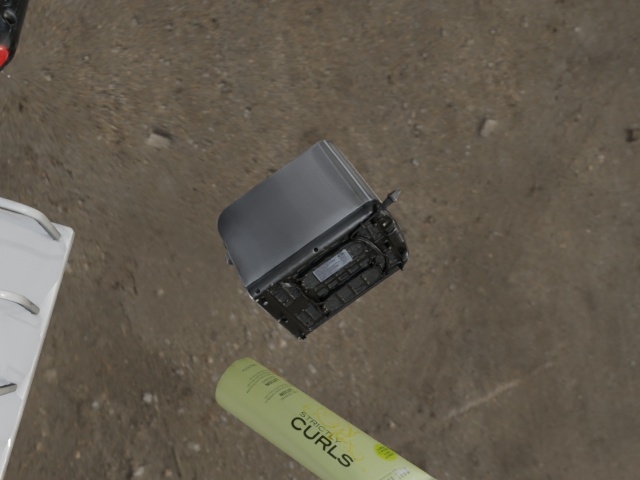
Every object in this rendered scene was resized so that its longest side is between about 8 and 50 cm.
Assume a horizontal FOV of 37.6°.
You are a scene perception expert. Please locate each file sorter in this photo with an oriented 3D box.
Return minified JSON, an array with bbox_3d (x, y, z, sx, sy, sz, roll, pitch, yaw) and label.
[{"bbox_3d":[-0.320,0.088,0.691,0.192,0.173,0.278,15,80,-8],"label":"file sorter"}]

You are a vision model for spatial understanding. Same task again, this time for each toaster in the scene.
[{"bbox_3d":[0.000,0.000,0.988,0.185,0.110,0.168,-36,153,2],"label":"toaster"}]

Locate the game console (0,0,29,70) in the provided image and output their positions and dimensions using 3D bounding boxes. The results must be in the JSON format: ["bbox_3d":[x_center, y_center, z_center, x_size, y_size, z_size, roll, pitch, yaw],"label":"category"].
[{"bbox_3d":[-0.389,-0.236,0.909,0.341,0.387,0.060,-26,137,28],"label":"game console"}]

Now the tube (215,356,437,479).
[{"bbox_3d":[-0.002,0.197,0.947,0.070,0.240,0.062,-51,147,-15],"label":"tube"}]
